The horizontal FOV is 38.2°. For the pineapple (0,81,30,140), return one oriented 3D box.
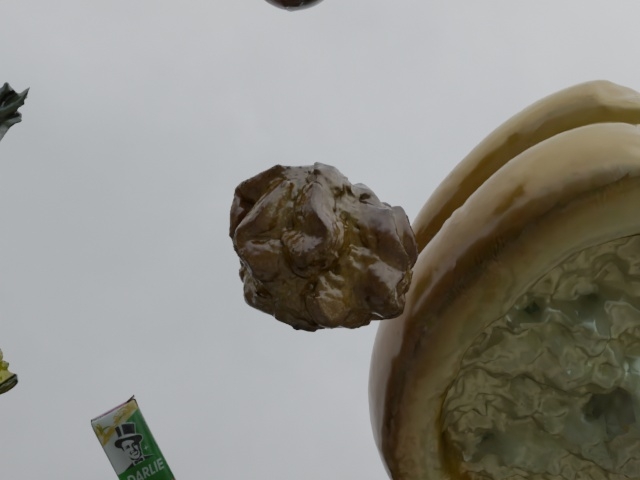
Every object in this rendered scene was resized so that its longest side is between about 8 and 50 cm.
[{"bbox_3d":[-0.485,-0.100,0.963,0.357,0.223,0.223,-6,-38,-19],"label":"pineapple"}]

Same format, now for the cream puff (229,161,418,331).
[{"bbox_3d":[0.000,0.000,0.540,0.122,0.116,0.094,-2,-75,-29],"label":"cream puff"}]

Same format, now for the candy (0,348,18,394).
[{"bbox_3d":[-0.443,0.129,0.821,0.297,0.187,0.081,-26,-21,-26],"label":"candy"}]

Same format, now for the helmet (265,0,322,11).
[{"bbox_3d":[-0.022,-0.186,0.648,0.084,0.049,0.065,-16,-30,21],"label":"helmet"}]

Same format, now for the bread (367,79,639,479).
[{"bbox_3d":[0.217,0.079,0.799,0.328,0.245,0.424,14,-54,4],"label":"bread"}]

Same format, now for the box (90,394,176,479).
[{"bbox_3d":[-0.154,0.252,0.887,0.049,0.207,0.041,-27,-6,-21],"label":"box"}]
